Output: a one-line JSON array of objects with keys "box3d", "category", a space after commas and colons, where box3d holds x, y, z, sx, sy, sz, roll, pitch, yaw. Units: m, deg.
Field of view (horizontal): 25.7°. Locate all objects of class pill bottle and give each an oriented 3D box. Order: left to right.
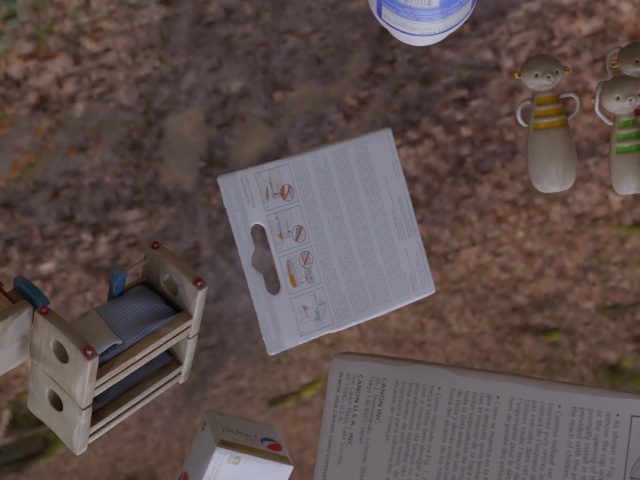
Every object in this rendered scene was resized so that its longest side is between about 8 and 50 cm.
[{"box3d": [0.133, -0.349, 1.815, 0.152, 0.152, 0.272, -18, 169, -1], "category": "pill bottle"}]

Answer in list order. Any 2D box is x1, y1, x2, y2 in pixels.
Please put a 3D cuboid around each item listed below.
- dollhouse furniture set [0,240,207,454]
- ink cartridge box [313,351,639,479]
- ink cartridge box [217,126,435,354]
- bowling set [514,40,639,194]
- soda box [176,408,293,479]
[{"box3d": [-0.209, 0.050, 1.162, 0.129, 0.184, 0.129, -34, 153, -38], "category": "dollhouse furniture set"}, {"box3d": [0.087, 0.142, 0.517, 0.225, 0.180, 0.056, 4, 172, 40], "category": "ink cartridge box"}, {"box3d": [0.000, 0.000, 1.109, 0.179, 0.145, 0.045, -18, -176, -35], "category": "ink cartridge box"}, {"box3d": [0.372, -0.136, 1.500, 0.287, 0.154, 0.200, -10, -169, -14], "category": "bowling set"}, {"box3d": [-0.099, 0.258, 1.213, 0.074, 0.216, 0.069, 17, -163, -19], "category": "soda box"}]
